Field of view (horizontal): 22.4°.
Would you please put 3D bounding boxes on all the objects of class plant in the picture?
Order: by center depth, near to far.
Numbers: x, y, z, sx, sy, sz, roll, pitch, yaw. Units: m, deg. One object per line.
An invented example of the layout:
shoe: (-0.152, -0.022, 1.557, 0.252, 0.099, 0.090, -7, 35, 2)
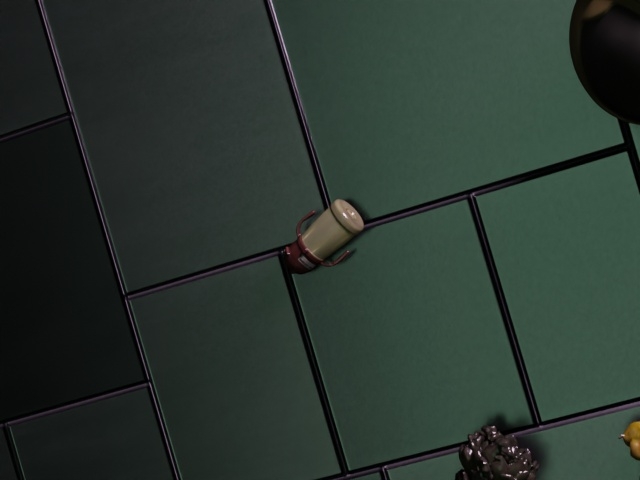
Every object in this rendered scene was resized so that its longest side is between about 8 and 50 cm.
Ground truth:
plant: (0.185, 0.277, 1.785, 0.092, 0.094, 0.143, 20, 104, 3)

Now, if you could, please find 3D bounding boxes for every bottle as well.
bottle: (-0.001, -0.001, 1.849, 0.101, 0.047, 0.063, -42, 54, 19)

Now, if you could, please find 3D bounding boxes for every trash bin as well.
trash bin: (0.390, -0.265, 1.633, 0.214, 0.214, 0.334, 38, 97, 11)

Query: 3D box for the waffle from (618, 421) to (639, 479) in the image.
waffle: (0.460, 0.203, 1.653, 0.293, 0.069, 0.260, -51, 45, 13)
